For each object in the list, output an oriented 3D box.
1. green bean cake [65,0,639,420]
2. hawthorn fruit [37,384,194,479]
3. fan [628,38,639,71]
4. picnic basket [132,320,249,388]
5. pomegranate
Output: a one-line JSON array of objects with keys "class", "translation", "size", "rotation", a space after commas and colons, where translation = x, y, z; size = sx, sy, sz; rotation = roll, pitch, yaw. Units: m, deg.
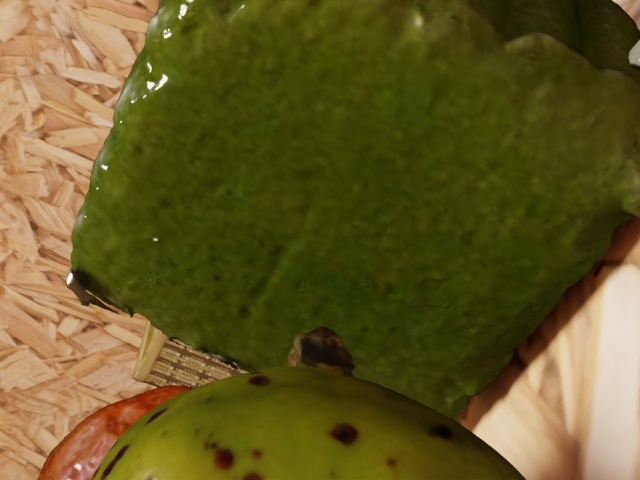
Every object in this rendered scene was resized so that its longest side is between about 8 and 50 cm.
[{"class": "green bean cake", "translation": [0.019, -0.047, 0.532], "size": [0.250, 0.246, 0.156], "rotation": [-59, 11, 35]}, {"class": "hawthorn fruit", "translation": [-0.096, 0.217, 0.724], "size": [0.208, 0.207, 0.243], "rotation": [-66, 23, 1]}, {"class": "fan", "translation": [0.213, -0.178, 0.305], "size": [0.294, 0.012, 0.223], "rotation": [-69, 22, 10]}, {"class": "picnic basket", "translation": [-0.051, 0.005, 1.045], "size": [0.228, 0.175, 0.313], "rotation": [-59, 15, 31]}, {"class": "pomegranate", "translation": [0.009, 0.164, 0.382], "size": [0.198, 0.246, 0.198], "rotation": [-32, -9, -6]}]
